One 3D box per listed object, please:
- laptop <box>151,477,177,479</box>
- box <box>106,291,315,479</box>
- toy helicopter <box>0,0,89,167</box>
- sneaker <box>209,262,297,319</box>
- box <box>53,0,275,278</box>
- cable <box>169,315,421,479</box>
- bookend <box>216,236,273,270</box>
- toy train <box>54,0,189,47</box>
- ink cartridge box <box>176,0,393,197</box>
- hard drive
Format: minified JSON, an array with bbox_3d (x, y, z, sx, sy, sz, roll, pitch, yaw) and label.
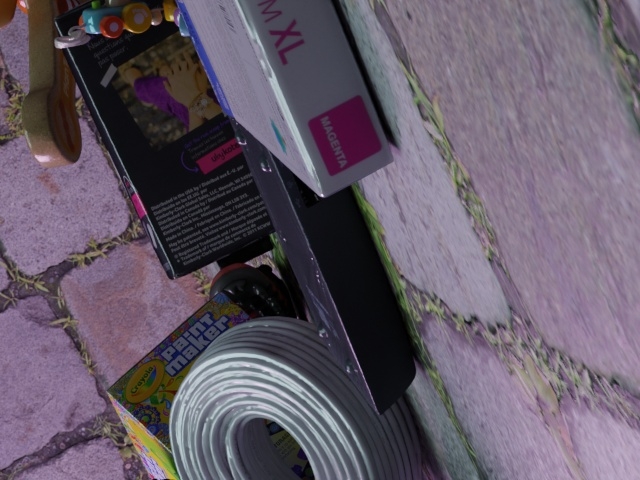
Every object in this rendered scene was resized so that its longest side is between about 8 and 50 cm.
[{"bbox_3d":[-0.132,0.353,1.696,0.234,0.264,0.137,24,113,49],"label":"laptop"},{"bbox_3d":[-0.058,0.261,1.847,0.279,0.177,0.290,38,160,30],"label":"box"},{"bbox_3d":[-0.287,-0.243,1.735,0.235,0.140,0.355,61,-159,-58],"label":"toy helicopter"},{"bbox_3d":[-0.087,0.082,1.998,0.135,0.097,0.276,64,-179,28],"label":"sneaker"},{"bbox_3d":[-0.140,-0.111,1.600,0.270,0.143,0.165,65,173,0],"label":"box"},{"bbox_3d":[-0.027,0.196,1.551,0.257,0.089,0.257,26,127,27],"label":"cable"},{"bbox_3d":[-0.125,-0.031,2.060,0.156,0.072,0.157,63,173,8],"label":"bookend"},{"bbox_3d":[-0.133,-0.193,1.345,0.125,0.166,0.046,-58,-37,-70],"label":"toy train"},{"bbox_3d":[-0.048,-0.153,1.113,0.186,0.065,0.311,67,170,-19],"label":"ink cartridge box"},{"bbox_3d":[0.000,0.000,1.322,0.255,0.054,0.172,67,172,-22],"label":"hard drive"}]
